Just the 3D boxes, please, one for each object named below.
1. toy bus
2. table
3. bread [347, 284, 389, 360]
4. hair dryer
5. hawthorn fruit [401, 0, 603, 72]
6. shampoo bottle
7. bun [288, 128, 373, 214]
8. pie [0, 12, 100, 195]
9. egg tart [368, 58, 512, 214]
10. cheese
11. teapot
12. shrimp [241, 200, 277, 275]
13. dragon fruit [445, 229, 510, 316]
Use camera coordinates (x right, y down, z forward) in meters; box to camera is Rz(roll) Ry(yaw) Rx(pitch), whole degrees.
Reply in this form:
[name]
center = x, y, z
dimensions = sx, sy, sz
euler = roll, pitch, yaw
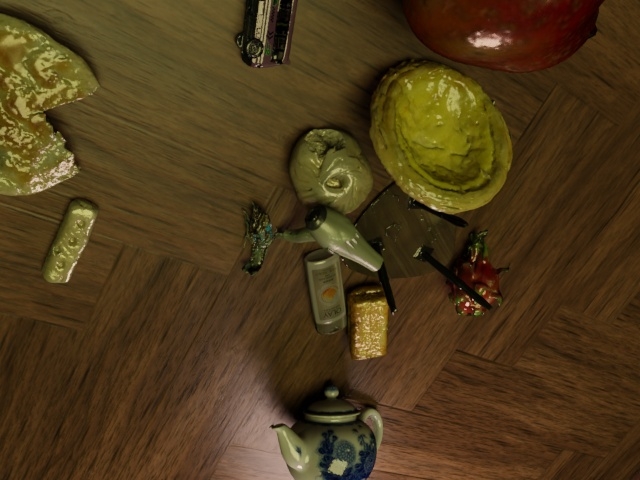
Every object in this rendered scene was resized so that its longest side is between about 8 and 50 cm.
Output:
[toy bus]
center = -0.094, -0.412, 1.102
dimensions = 0.098, 0.087, 0.179
euler = -1, 117, -26
[table]
center = 0.230, 0.045, 1.381
dimensions = 0.317, 0.249, 0.318
euler = -9, 121, -15
[bread]
center = 0.123, 0.214, 1.542
dimensions = 0.113, 0.083, 0.211
euler = -7, 121, -11
[hair dryer]
center = 0.032, 0.011, 1.309
dimensions = 0.218, 0.225, 0.089
euler = 28, 68, -18
[hawthorn fruit]
center = 0.305, -0.486, 1.048
dimensions = 0.402, 0.403, 0.403
euler = -9, 121, -14
[shampoo bottle]
center = 0.015, 0.129, 1.471
dimensions = 0.086, 0.056, 0.228
euler = -16, 123, -15
[bun]
center = 0.026, -0.143, 1.277
dimensions = 0.178, 0.128, 0.193
euler = -21, 121, -5
[pie]
center = -0.563, -0.234, 1.048
dimensions = 0.337, 0.075, 0.338
euler = -8, 121, -14
[egg tart]
center = 0.241, -0.214, 1.263
dimensions = 0.345, 0.132, 0.346
euler = 5, 75, -17
[cheese]
center = -0.515, 0.004, 1.224
dimensions = 0.064, 0.043, 0.194
euler = 18, 110, -32
[teapot]
center = 0.029, 0.536, 1.622
dimensions = 0.423, 0.252, 0.280
euler = 8, 79, -44
[shrimp]
center = -0.144, -0.008, 1.345
dimensions = 0.082, 0.076, 0.174
euler = 22, 122, 15
[dragon fruit]
center = 0.413, 0.089, 1.550
dimensions = 0.137, 0.135, 0.236
euler = 14, 96, -19
